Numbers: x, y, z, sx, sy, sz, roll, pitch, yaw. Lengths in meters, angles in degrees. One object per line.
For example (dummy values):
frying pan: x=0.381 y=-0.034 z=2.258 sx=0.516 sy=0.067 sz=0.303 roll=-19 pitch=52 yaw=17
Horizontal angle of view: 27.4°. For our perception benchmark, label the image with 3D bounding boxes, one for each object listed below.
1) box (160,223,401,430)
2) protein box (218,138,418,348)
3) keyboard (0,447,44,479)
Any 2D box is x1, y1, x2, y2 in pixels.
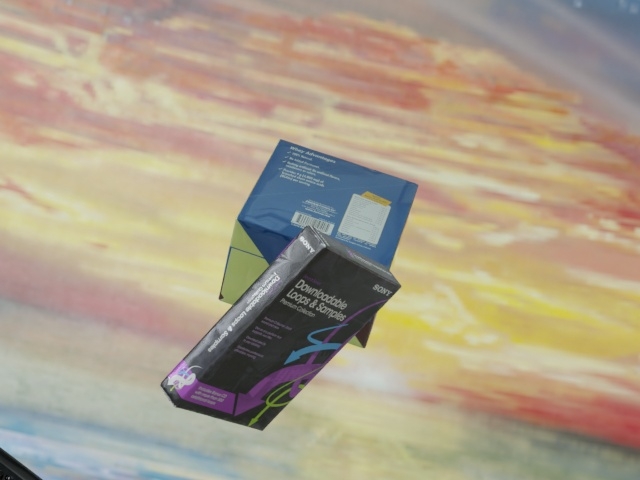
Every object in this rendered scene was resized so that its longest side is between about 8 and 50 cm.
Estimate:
box: x=-0.027 y=0.068 z=0.966 sx=0.029 sy=0.162 sz=0.116 roll=49 pitch=13 yaw=34
protein box: x=0.000 y=0.000 z=1.688 sx=0.199 sy=0.201 sz=0.136 roll=18 pitch=-54 yaw=4
keyboard: x=-0.203 y=0.208 z=0.904 sx=0.192 sy=0.038 sz=0.100 roll=34 pitch=-52 yaw=14
